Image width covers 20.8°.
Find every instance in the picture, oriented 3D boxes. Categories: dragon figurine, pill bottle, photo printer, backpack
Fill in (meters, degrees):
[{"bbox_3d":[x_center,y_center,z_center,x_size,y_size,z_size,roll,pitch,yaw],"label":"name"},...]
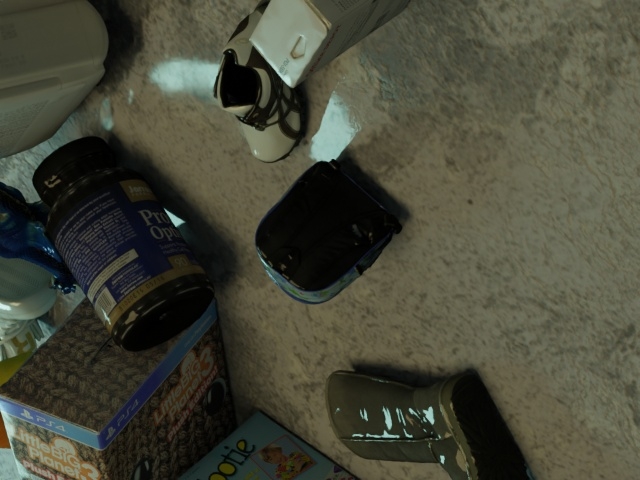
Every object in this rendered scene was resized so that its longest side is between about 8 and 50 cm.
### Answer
[{"bbox_3d":[-0.330,-0.024,1.972,0.144,0.085,0.289,6,155,0],"label":"dragon figurine"},{"bbox_3d":[-0.218,0.000,1.874,0.219,0.122,0.123,56,151,18],"label":"pill bottle"},{"bbox_3d":[-0.377,-0.148,1.810,0.307,0.256,0.107,-32,76,65],"label":"photo printer"},{"bbox_3d":[0.000,0.000,1.615,0.105,0.114,0.084,43,168,11],"label":"backpack"}]

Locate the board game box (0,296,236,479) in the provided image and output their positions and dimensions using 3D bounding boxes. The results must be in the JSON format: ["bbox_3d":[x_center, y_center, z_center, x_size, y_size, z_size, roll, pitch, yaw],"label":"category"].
[{"bbox_3d":[-0.221,0.221,1.993,0.141,0.232,0.291,17,136,25],"label":"board game box"}]

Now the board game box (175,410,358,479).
[{"bbox_3d":[-0.015,0.345,1.961,0.275,0.144,0.142,32,144,30],"label":"board game box"}]

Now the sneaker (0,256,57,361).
[{"bbox_3d":[-0.387,0.088,2.230,0.292,0.108,0.169,19,139,56],"label":"sneaker"}]

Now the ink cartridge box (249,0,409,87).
[{"bbox_3d":[0.019,-0.193,1.371,0.056,0.135,0.099,49,148,6],"label":"ink cartridge box"}]

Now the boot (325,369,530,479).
[{"bbox_3d":[0.102,0.212,1.740,0.208,0.076,0.190,-13,97,49],"label":"boot"}]

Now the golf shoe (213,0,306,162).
[{"bbox_3d":[-0.064,-0.133,1.584,0.077,0.094,0.198,35,146,24],"label":"golf shoe"}]

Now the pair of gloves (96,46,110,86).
[{"bbox_3d":[-0.249,-0.207,1.826,0.074,0.010,0.083,46,150,12],"label":"pair of gloves"}]

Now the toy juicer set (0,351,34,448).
[{"bbox_3d":[-0.423,0.104,1.941,0.329,0.089,0.209,59,-170,-25],"label":"toy juicer set"}]
